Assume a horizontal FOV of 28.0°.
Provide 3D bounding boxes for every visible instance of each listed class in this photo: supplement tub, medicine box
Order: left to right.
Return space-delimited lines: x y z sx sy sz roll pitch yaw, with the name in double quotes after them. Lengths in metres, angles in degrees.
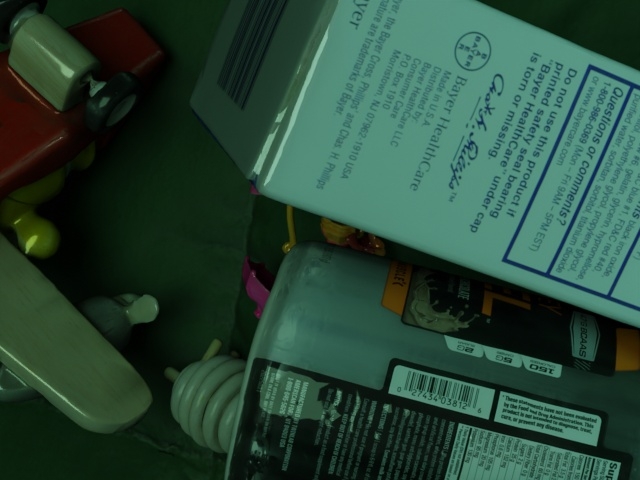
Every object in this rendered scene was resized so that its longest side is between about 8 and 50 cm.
0.085 -0.082 0.868 0.289 0.263 0.149 20 100 -19 "medicine box"
0.116 0.134 0.912 0.338 0.207 0.207 15 96 3 "supplement tub"

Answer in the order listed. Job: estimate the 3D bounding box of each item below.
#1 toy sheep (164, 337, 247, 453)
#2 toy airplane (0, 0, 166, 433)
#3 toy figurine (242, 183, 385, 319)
-0.084 0.138 1.109 0.132 0.091 0.091 23 99 37 "toy sheep"
-0.329 -0.021 1.123 0.385 0.272 0.386 0 74 -6 "toy airplane"
0.000 0.000 1.074 0.173 0.130 0.159 7 107 1 "toy figurine"
